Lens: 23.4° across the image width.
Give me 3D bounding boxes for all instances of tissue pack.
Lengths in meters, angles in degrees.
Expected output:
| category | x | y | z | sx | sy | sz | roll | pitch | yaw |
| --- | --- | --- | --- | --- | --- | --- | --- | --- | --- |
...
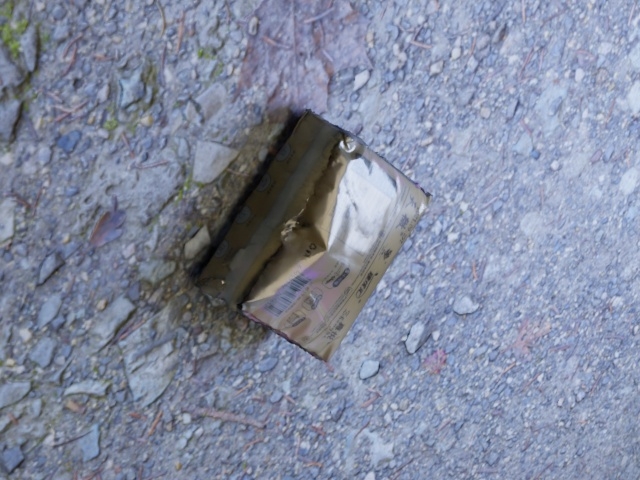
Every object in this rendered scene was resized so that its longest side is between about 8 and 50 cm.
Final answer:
| category | x | y | z | sx | sy | sz | roll | pitch | yaw |
| --- | --- | --- | --- | --- | --- | --- | --- | --- | --- |
| tissue pack | 0.000 | 0.000 | 1.875 | 0.256 | 0.123 | 0.215 | -56 | 139 | 1 |
